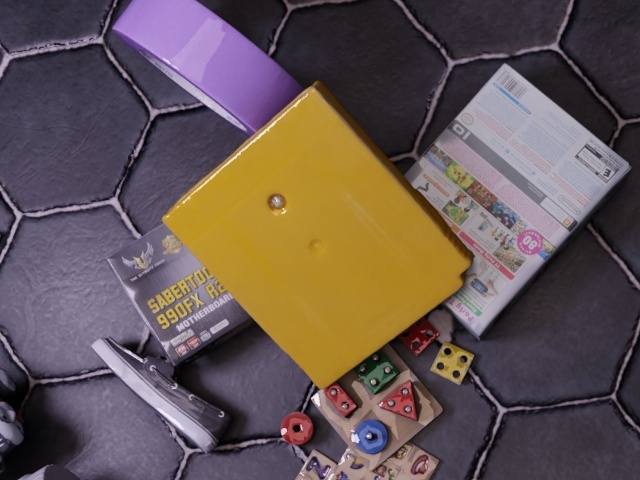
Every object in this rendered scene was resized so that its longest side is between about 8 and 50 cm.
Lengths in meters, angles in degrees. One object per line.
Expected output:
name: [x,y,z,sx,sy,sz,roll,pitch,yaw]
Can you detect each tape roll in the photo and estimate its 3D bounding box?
tape roll: [-0.148,-0.239,1.658,0.275,0.275,0.090,36,88,13]

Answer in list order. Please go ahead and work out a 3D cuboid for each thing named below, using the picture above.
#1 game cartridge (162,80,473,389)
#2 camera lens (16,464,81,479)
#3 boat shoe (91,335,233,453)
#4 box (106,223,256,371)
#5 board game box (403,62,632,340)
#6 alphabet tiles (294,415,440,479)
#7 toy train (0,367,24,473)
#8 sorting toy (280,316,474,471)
game cartridge: [0.000,0.000,1.589,0.285,0.053,0.324,-38,101,21]
camera lens: [-0.414,0.460,1.624,0.274,0.219,0.219,-37,77,2]
boat shoe: [-0.218,0.200,1.707,0.228,0.080,0.076,38,75,15]
box: [-0.153,0.045,1.701,0.231,0.056,0.183,-31,78,-11]
board game box: [0.236,-0.050,1.657,0.224,0.097,0.303,43,89,13]
alphabet tiles: [0.053,0.372,1.667,0.198,0.009,0.237,31,87,13]
toy train: [-0.550,0.316,1.677,0.334,0.142,0.190,-38,39,0]
sorting toy: [0.082,0.217,1.659,0.274,0.046,0.132,-40,76,-1]
